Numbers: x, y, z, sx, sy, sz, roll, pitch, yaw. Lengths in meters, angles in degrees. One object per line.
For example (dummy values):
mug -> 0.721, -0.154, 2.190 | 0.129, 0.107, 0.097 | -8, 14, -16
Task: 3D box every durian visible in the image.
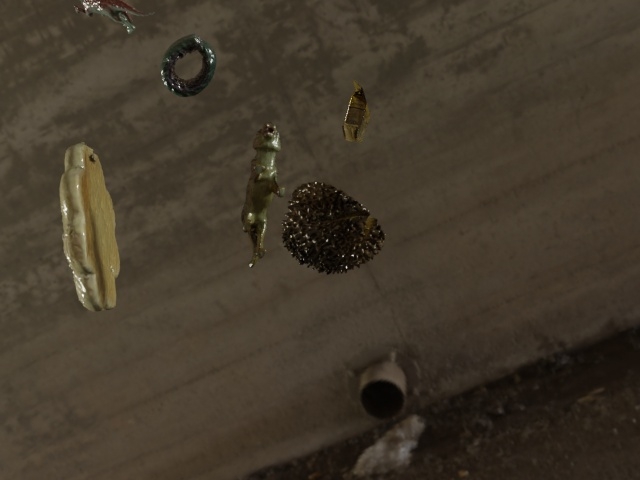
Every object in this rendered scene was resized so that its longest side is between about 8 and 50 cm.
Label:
durian -> 0.000, 0.000, 1.168 | 0.091, 0.148, 0.188 | -54, 13, -30

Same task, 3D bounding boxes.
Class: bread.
bread -> -0.413, -0.021, 1.466 | 0.054, 0.316, 0.316 | -6, 13, -5

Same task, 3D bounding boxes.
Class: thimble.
thimble -> -0.301, -0.398, 1.874 | 0.135, 0.118, 0.090 | -43, 23, 9

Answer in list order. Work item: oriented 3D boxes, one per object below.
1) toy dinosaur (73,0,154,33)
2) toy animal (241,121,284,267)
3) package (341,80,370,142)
toy dinosaur -> -0.499, -0.557, 1.940 | 0.242, 0.167, 0.053 | 13, 68, 42
toy animal -> -0.097, -0.072, 1.357 | 0.056, 0.241, 0.099 | 7, 20, -11
package -> 0.087, -0.294, 1.874 | 0.047, 0.071, 0.131 | 9, 65, 15
